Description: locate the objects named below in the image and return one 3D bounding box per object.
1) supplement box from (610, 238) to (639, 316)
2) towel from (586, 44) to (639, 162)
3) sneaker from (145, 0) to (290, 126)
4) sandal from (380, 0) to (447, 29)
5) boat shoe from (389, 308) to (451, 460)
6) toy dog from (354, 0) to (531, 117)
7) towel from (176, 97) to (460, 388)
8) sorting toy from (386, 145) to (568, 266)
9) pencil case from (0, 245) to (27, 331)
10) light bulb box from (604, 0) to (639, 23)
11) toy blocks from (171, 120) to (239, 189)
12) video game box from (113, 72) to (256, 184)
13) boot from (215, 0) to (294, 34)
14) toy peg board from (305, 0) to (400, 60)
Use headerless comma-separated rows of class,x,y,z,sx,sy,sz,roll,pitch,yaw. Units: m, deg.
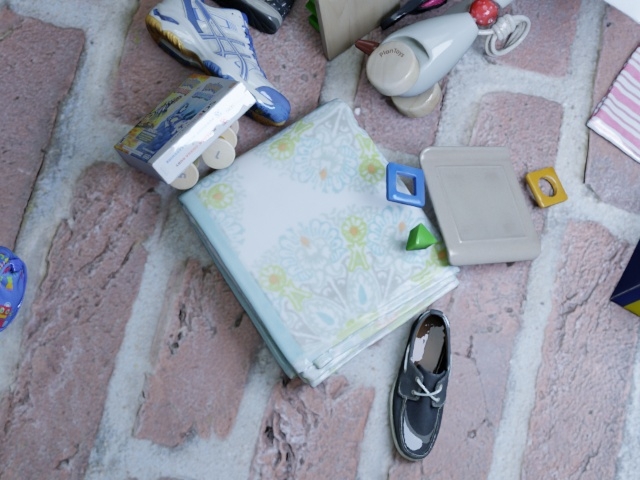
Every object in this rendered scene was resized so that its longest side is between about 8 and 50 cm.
supplement box,0.674,0.080,1.379,0.356,0.195,0.194,29,77,4
towel,0.563,-0.233,1.534,0.144,0.029,0.197,34,77,6
sneaker,-0.146,-0.315,1.476,0.296,0.112,0.131,41,77,6
sandal,0.183,-0.409,1.543,0.179,0.067,0.040,-38,91,-5
boat shoe,0.157,0.220,1.379,0.084,0.079,0.233,11,78,-2
toy dog,0.185,-0.356,1.462,0.333,0.220,0.161,-38,65,-14
towel,0.000,0.000,1.422,0.320,0.090,0.374,-32,80,-13
sorting toy,0.250,-0.054,1.431,0.347,0.047,0.196,-3,70,-27
pencil case,-0.603,0.038,1.360,0.306,0.119,0.133,17,99,0
light bulb box,0.434,-0.553,1.408,0.361,0.225,0.358,35,33,9
toy blocks,-0.189,-0.156,1.444,0.123,0.148,0.054,-27,119,15
video game box,-0.216,-0.180,1.400,0.187,0.205,0.048,-44,119,-13
boot,-0.121,-0.485,1.533,0.236,0.085,0.179,38,75,0
toy peg board,0.045,-0.414,1.492,0.160,0.161,0.079,-38,67,-11
